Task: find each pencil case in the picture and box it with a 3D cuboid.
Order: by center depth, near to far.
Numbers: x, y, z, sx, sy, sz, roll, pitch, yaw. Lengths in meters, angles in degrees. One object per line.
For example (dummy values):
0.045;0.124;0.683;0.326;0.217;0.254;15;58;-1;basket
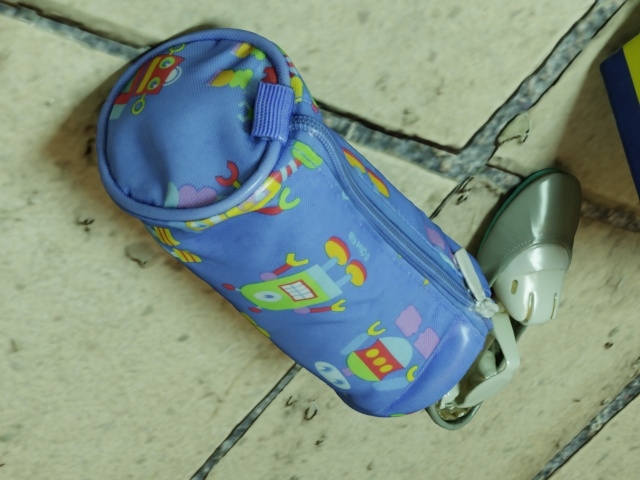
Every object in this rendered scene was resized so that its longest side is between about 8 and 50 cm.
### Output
0.000;0.000;0.968;0.133;0.119;0.306;-10;149;25;pencil case

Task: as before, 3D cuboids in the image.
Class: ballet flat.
0.129;0.048;1.142;0.072;0.068;0.213;3;132;-33;ballet flat

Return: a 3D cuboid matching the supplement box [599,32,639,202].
0.361;-0.093;0.928;0.194;0.195;0.356;4;153;-35;supplement box
